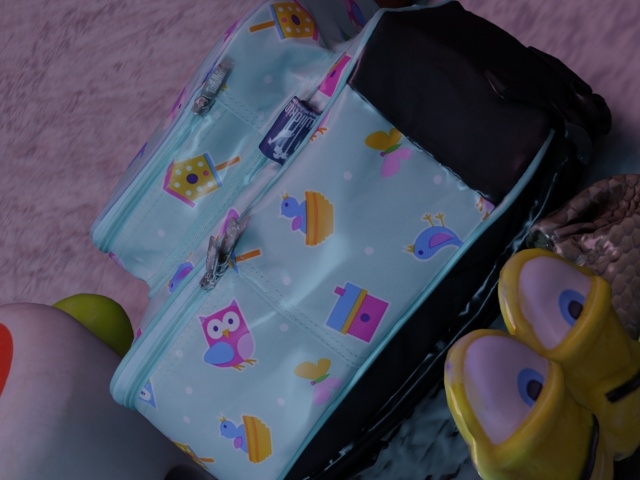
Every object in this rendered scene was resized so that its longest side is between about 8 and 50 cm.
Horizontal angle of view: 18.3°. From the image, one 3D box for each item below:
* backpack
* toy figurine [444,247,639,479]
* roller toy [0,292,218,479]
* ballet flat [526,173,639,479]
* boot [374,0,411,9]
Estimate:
[{"bbox_3d":[0.000,0.000,0.728,0.188,0.144,0.166,-61,-5,16],"label":"backpack"},{"bbox_3d":[0.141,0.099,0.389,0.362,0.217,0.191,-47,-40,-56],"label":"toy figurine"},{"bbox_3d":[-0.128,0.138,0.811,0.209,0.146,0.191,-43,23,4],"label":"roller toy"},{"bbox_3d":[0.060,0.083,0.603,0.250,0.058,0.084,-65,9,-23],"label":"ballet flat"},{"bbox_3d":[0.111,-0.226,0.924,0.280,0.096,0.264,-18,37,46],"label":"boot"}]
